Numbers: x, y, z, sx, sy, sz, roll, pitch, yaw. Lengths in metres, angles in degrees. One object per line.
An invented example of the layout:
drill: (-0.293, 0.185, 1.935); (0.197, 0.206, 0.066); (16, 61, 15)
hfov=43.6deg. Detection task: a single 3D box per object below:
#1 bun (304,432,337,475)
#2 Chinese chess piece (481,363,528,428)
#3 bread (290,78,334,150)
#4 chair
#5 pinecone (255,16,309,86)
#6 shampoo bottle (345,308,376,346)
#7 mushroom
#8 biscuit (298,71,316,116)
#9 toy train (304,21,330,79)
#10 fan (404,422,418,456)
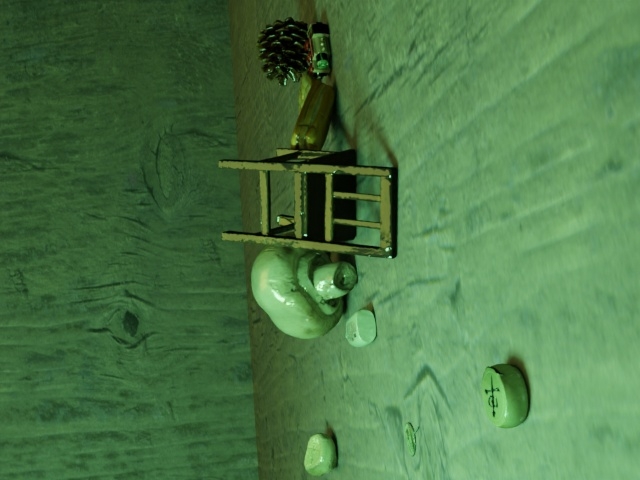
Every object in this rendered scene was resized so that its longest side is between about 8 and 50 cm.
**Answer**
bun: (0.007, 0.556, 2.073); (0.115, 0.069, 0.115); (-47, 34, 46)
Chinese chess piece: (0.239, 0.203, 1.046); (0.084, 0.034, 0.084); (177, 90, -78)
bread: (-0.016, -0.286, 1.917); (0.116, 0.077, 0.200); (88, -162, -57)
chair: (0.021, -0.088, 1.697); (0.240, 0.416, 0.203); (-15, -72, -57)
pinecone: (-0.093, -0.484, 2.092); (0.163, 0.163, 0.165); (115, 163, -64)
shampoo bottle: (0.080, 0.197, 1.734); (0.152, 0.045, 0.077); (130, 134, -69)
mushroom: (-0.023, 0.096, 1.850); (0.260, 0.234, 0.254); (8, -111, -57)
biscuit: (-0.025, -0.340, 2.135); (0.260, 0.041, 0.203); (-115, 30, -57)
toy train: (-0.004, -0.469, 1.984); (0.087, 0.050, 0.138); (118, 148, -60)
fan: (0.166, 0.356, 1.471); (0.060, 0.003, 0.080); (-116, 26, -59)
